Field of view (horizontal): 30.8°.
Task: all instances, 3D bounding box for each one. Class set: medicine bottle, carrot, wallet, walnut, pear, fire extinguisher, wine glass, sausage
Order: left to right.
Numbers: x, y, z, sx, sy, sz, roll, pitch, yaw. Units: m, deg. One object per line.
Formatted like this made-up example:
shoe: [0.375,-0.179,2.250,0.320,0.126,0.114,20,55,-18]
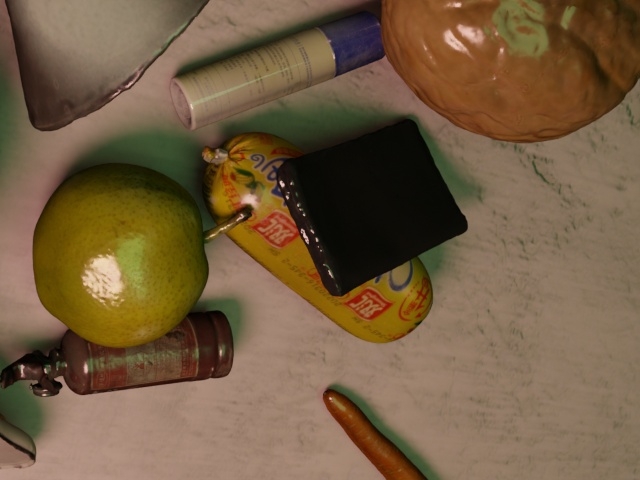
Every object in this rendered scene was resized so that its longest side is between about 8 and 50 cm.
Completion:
wine glass: [-0.283,-0.320,0.953,0.267,0.267,0.406,-47,115,-7]
fire extinguisher: [-0.210,0.116,1.189,0.252,0.106,0.075,-3,80,-28]
pear: [-0.172,0.010,1.139,0.216,0.166,0.180,-9,92,-12]
medicine bottle: [-0.042,-0.180,1.216,0.230,0.059,0.059,-23,114,-20]
sausage: [0.000,0.000,1.255,0.347,0.123,0.123,40,85,-31]
wallet: [0.059,-0.041,1.223,0.285,0.030,0.146,-24,92,-54]
carrot: [0.077,0.262,1.422,0.043,0.043,0.248,-44,118,-9]
walnut: [0.201,-0.246,1.210,0.313,0.252,0.277,29,91,-30]

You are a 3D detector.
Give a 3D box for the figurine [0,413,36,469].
figurine: [-0.372,0.126,1.128,0.250,0.166,0.141,46,40,-55]
